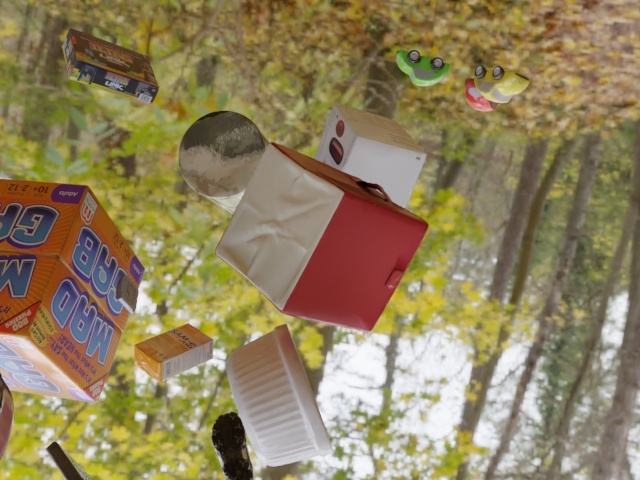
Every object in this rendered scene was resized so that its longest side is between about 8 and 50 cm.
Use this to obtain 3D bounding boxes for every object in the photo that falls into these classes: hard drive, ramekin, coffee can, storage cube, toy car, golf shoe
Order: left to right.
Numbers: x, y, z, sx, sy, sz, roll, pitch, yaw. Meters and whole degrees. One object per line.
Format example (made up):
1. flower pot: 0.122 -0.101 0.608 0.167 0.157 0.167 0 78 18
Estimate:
1. hard drive: -0.365 0.368 1.265 0.135 0.022 0.094 22 149 53
2. golf shoe: -0.190 0.470 1.806 0.077 0.094 0.198 -12 -133 -5
3. coffee can: -0.196 -0.171 1.959 0.201 0.202 0.275 10 174 10
4. ramekin: -0.066 0.240 1.258 0.109 0.207 0.207 -20 -173 -4
5. storage cube: 0.000 0.000 1.192 0.193 0.215 0.183 19 -166 -46
6. toy car: 0.236 -0.281 1.463 0.225 0.053 0.239 16 -178 -1

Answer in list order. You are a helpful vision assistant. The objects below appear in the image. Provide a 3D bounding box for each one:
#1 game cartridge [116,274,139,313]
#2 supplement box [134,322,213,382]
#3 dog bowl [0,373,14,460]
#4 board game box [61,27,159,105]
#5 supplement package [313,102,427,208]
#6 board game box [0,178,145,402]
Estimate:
1. game cartridge: -0.411 0.112 1.764 0.017 0.056 0.083 -26 -149 11
2. supplement box: -0.212 0.161 1.204 0.062 0.036 0.098 26 -148 37
3. dog bowl: -0.590 0.282 1.107 0.408 0.408 0.150 14 147 49
4. board game box: -0.416 -0.344 1.644 0.170 0.048 0.141 14 -148 -33
5. supplement package: 0.083 -0.139 1.657 0.149 0.194 0.203 13 -158 -19
6. board game box: -0.660 0.109 1.840 0.356 0.356 0.356 5 149 14
